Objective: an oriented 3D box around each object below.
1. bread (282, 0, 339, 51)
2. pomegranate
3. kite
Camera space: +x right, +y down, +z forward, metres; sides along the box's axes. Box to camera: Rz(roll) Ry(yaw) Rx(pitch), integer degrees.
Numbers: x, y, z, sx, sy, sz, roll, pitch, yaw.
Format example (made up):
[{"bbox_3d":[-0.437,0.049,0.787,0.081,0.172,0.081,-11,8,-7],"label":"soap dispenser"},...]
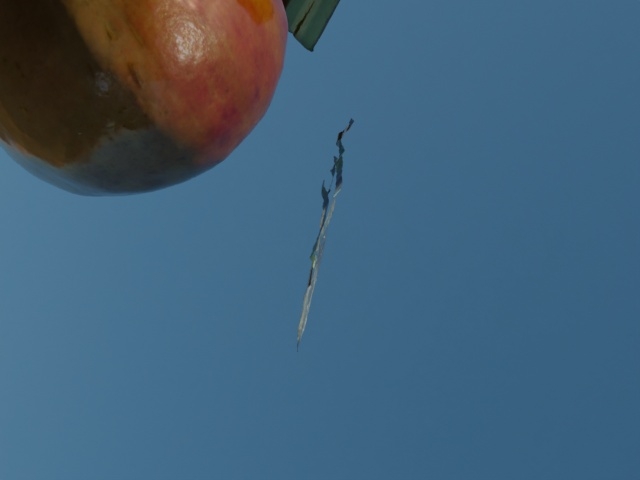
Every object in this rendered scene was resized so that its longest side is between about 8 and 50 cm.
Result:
[{"bbox_3d":[-0.024,-0.299,1.517,0.084,0.074,0.139,21,-97,45],"label":"bread"},{"bbox_3d":[-0.157,-0.173,0.973,0.229,0.270,0.252,-15,-148,26],"label":"pomegranate"},{"bbox_3d":[0.002,0.000,1.464,0.310,0.015,0.169,98,7,-62],"label":"kite"}]
